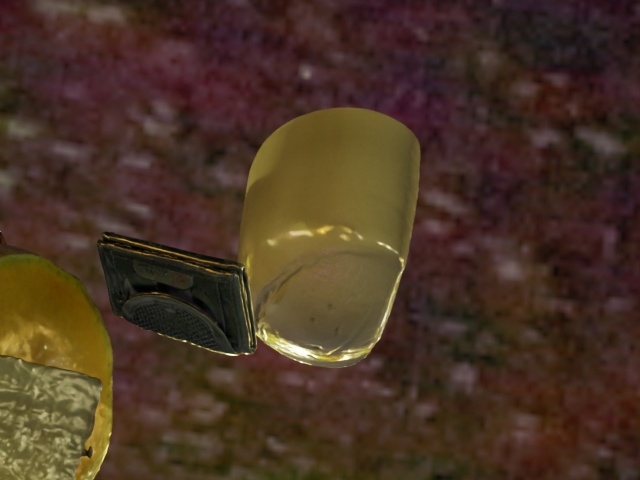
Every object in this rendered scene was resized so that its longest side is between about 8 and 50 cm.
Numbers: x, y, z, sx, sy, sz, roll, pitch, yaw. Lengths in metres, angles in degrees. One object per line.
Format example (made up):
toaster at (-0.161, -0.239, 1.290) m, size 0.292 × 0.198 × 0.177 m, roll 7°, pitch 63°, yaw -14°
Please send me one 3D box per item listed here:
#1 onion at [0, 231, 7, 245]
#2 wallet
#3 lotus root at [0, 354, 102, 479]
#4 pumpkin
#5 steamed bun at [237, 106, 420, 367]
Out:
onion at (-0.374, 0.074, 2.043) m, size 0.173 × 0.135 × 0.198 m, roll -1°, pitch 144°, yaw -3°
wallet at (-0.113, 0.044, 1.402) m, size 0.129 × 0.026 × 0.088 m, roll 13°, pitch 132°, yaw 24°
lotus root at (-0.330, 0.208, 1.366) m, size 0.260 × 0.267 × 0.149 m, roll 15°, pitch 169°, yaw -23°
pumpkin at (-0.344, 0.147, 1.666) m, size 0.199 × 0.332 × 0.332 m, roll -3°, pitch 160°, yaw 41°
steamed bun at (0.000, 0.000, 1.687) m, size 0.155 × 0.200 × 0.250 m, roll 11°, pitch 150°, yaw -2°
